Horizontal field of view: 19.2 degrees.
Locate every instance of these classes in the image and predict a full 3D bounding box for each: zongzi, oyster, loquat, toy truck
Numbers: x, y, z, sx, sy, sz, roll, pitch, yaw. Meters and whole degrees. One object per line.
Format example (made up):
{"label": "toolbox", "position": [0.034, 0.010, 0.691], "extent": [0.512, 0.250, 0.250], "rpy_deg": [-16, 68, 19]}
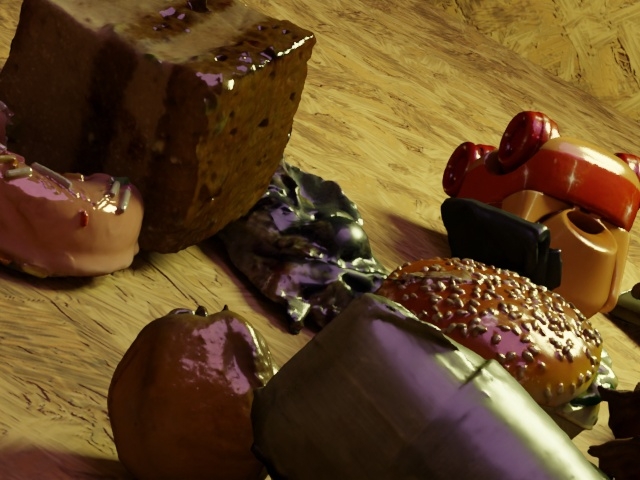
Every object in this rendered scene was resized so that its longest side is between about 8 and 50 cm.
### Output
{"label": "zongzi", "position": [0.124, 0.234, 1.292], "extent": [0.356, 0.174, 0.393], "rpy_deg": [50, -6, 17]}
{"label": "oyster", "position": [-0.004, -0.005, 1.876], "extent": [0.221, 0.096, 0.361], "rpy_deg": [23, 18, -42]}
{"label": "loquat", "position": [-0.082, 0.111, 1.299], "extent": [0.137, 0.137, 0.113], "rpy_deg": [26, -6, -7]}
{"label": "toy truck", "position": [0.249, -0.002, 2.165], "extent": [0.189, 0.239, 0.265], "rpy_deg": [23, -24, -19]}

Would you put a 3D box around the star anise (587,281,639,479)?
{"label": "star anise", "position": [0.305, 0.177, 1.578], "extent": [0.148, 0.346, 0.237], "rpy_deg": [-6, 26, 19]}

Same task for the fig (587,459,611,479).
{"label": "fig", "position": [0.149, 0.208, 1.465], "extent": [0.117, 0.117, 0.177], "rpy_deg": [13, 0, -42]}

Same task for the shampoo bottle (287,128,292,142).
{"label": "shampoo bottle", "position": [-0.159, -0.156, 2.052], "extent": [0.278, 0.104, 0.104], "rpy_deg": [20, 18, -26]}

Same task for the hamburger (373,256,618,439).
{"label": "hamburger", "position": [0.145, 0.099, 1.671], "extent": [0.237, 0.147, 0.237], "rpy_deg": [30, 13, -7]}

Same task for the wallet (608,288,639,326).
{"label": "wallet", "position": [0.448, 0.091, 2.263], "extent": [0.110, 0.031, 0.198], "rpy_deg": [-23, 27, -31]}

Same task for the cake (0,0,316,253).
{"label": "cake", "position": [-0.179, -0.146, 1.742], "extent": [0.293, 0.196, 0.199], "rpy_deg": [30, 36, 18]}

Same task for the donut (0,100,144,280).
{"label": "donut", "position": [-0.261, -0.049, 1.594], "extent": [0.233, 0.085, 0.199], "rpy_deg": [30, 17, 14]}

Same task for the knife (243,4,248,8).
{"label": "knife", "position": [-0.116, -0.203, 2.135], "extent": [0.089, 0.043, 0.365], "rpy_deg": [13, -14, 4]}

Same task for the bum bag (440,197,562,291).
{"label": "bum bag", "position": [0.179, 0.060, 1.820], "extent": [0.123, 0.248, 0.060], "rpy_deg": [23, 50, 37]}
